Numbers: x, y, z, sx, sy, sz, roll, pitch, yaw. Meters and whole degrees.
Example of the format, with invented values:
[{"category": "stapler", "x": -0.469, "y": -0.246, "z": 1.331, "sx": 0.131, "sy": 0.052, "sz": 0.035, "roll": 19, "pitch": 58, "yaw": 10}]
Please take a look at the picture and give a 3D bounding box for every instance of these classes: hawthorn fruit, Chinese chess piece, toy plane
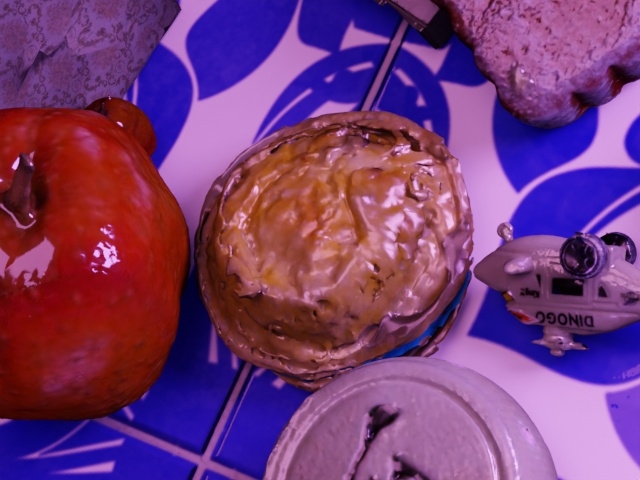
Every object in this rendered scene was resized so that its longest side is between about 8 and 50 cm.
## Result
[{"category": "hawthorn fruit", "x": -0.244, "y": 0.004, "z": 1.498, "sx": 0.287, "sy": 0.330, "sz": 0.287, "roll": 1, "pitch": 66, "yaw": -3}, {"category": "hawthorn fruit", "x": -0.206, "y": -0.104, "z": 1.662, "sx": 0.081, "sy": 0.093, "sz": 0.081, "roll": -10, "pitch": 63, "yaw": 20}, {"category": "Chinese chess piece", "x": 0.070, "y": 0.218, "z": 1.392, "sx": 0.250, "sy": 0.101, "sz": 0.250, "roll": -9, "pitch": 66, "yaw": 22}, {"category": "toy plane", "x": 0.255, "y": 0.048, "z": 1.394, "sx": 0.286, "sy": 0.092, "sz": 0.108, "roll": 5, "pitch": 93, "yaw": 27}]

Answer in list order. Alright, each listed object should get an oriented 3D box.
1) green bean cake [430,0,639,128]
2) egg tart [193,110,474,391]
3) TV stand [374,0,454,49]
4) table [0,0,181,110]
[{"category": "green bean cake", "x": 0.204, "y": -0.227, "z": 1.500, "sx": 0.198, "sy": 0.097, "sz": 0.233, "roll": -39, "pitch": 73, "yaw": 13}, {"category": "egg tart", "x": 0.000, "y": 0.000, "z": 1.516, "sx": 0.290, "sy": 0.107, "sz": 0.291, "roll": -10, "pitch": 65, "yaw": 22}, {"category": "TV stand", "x": 0.028, "y": -0.265, "z": 1.650, "sx": 0.256, "sy": 0.049, "sz": 0.040, "roll": 38, "pitch": 89, "yaw": 32}, {"category": "table", "x": -0.362, "y": -0.259, "z": 1.658, "sx": 0.272, "sy": 0.335, "sz": 0.222, "roll": 26, "pitch": 81, "yaw": 31}]
